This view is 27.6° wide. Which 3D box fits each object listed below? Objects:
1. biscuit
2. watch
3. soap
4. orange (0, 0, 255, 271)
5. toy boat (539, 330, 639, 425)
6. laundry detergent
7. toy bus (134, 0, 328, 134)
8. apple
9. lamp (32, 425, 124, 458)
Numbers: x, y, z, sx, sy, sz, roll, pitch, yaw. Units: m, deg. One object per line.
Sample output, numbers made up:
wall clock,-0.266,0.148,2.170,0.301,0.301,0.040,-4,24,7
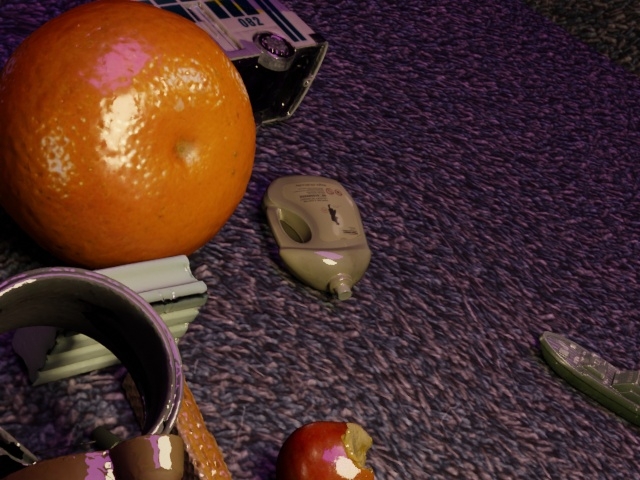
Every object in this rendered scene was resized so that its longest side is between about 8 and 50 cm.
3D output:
biscuit,-0.179,0.297,1.778,0.054,0.094,0.379,-2,49,-37
watch,-0.339,0.205,1.571,0.335,0.314,0.327,-3,62,-24
soap,-0.297,0.108,1.861,0.261,0.150,0.094,-11,58,-44
orange,-0.306,-0.156,1.962,0.424,0.424,0.326,-8,17,-41
toy boat,0.505,0.241,2.347,0.260,0.085,0.078,33,37,1
laundry detergent,0.000,0.000,2.251,0.181,0.091,0.253,5,44,-29
toy bus,-0.223,-0.321,2.361,0.440,0.209,0.249,-19,58,-45
apple,0.012,0.342,1.820,0.147,0.156,0.158,0,55,-13
lamp,-0.324,0.279,1.746,0.054,0.041,0.121,38,33,21
